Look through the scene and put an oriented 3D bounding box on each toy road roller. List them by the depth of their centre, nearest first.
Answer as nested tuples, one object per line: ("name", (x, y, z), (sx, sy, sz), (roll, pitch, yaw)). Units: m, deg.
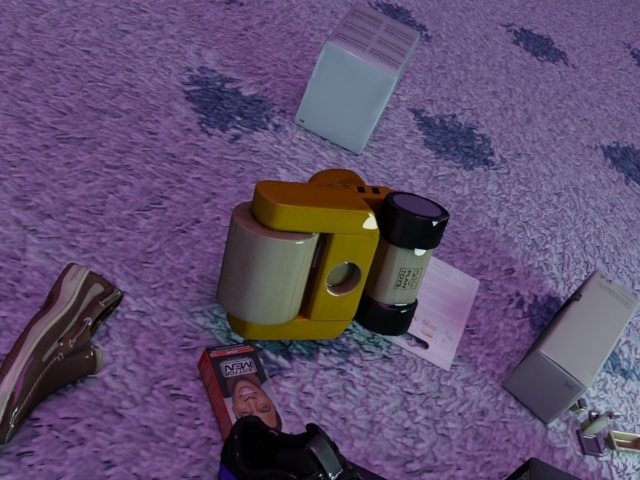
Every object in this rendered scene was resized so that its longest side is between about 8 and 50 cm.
("toy road roller", (0.000, 0.000, 1.023), (0.330, 0.202, 0.240), (2, 28, -27))

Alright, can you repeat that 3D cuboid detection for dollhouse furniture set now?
("dollhouse furniture set", (0.459, 0.274, 1.073), (0.115, 0.081, 0.090), (12, 45, -16))

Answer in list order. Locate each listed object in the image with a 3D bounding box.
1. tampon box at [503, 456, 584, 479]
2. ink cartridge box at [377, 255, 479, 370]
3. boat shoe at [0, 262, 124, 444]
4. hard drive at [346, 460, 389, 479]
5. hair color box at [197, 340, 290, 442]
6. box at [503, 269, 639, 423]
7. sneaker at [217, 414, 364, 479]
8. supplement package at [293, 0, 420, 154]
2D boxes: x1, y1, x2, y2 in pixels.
("tampon box", (0.259, 0.357, 0.833), (0.121, 0.161, 0.101), (25, 42, -2))
("ink cartridge box", (0.165, 0.109, 1.133), (0.146, 0.045, 0.179), (28, 60, -1))
("boat shoe", (-0.302, 0.130, 0.825), (0.095, 0.095, 0.257), (25, 42, -11))
("hard drive", (0.049, 0.326, 0.860), (0.135, 0.022, 0.094), (26, 42, -1))
("hair color box", (-0.099, 0.201, 0.892), (0.072, 0.043, 0.141), (-5, 52, -32))
("box", (0.412, 0.165, 1.137), (0.094, 0.113, 0.275), (41, 43, 15))
("sneaker", (0.006, 0.273, 0.724), (0.294, 0.146, 0.102), (19, 28, 29))
("supplement package", (0.073, -0.319, 1.375), (0.149, 0.194, 0.203), (27, 43, 0))
